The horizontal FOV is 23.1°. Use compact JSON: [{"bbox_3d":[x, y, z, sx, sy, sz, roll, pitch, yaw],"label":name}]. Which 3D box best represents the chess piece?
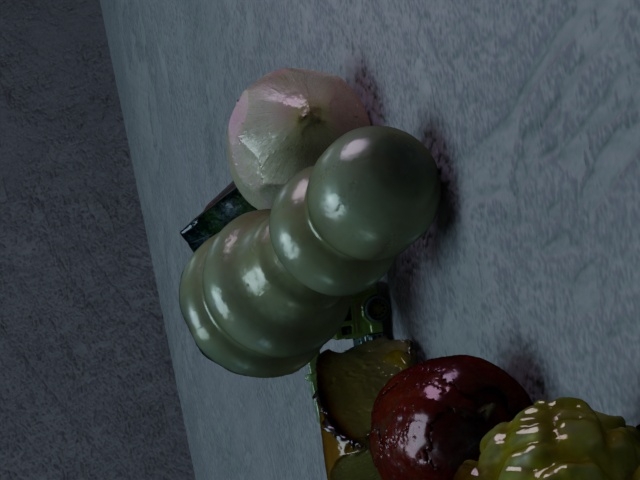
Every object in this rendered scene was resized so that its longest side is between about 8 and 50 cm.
[{"bbox_3d":[0.000,0.000,1.592,0.330,0.182,0.182,-44,53,50],"label":"chess piece"}]

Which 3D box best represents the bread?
[{"bbox_3d":[0.064,0.175,1.620,0.160,0.140,0.169,112,148,-76],"label":"bread"}]

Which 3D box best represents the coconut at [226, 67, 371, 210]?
[{"bbox_3d":[-0.024,-0.106,1.733,0.183,0.171,0.171,131,129,-78],"label":"coconut"}]

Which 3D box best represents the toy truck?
[{"bbox_3d":[0.031,0.136,1.798,0.077,0.100,0.169,-159,60,-73],"label":"toy truck"}]

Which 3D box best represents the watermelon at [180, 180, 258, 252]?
[{"bbox_3d":[-0.085,-0.029,2.321,0.207,0.136,0.202,58,-136,-38],"label":"watermelon"}]

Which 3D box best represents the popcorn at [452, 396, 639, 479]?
[{"bbox_3d":[0.180,0.219,1.078,0.189,0.169,0.218,-120,13,-72],"label":"popcorn"}]

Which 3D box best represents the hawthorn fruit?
[{"bbox_3d":[0.121,0.165,1.357,0.172,0.148,0.148,128,132,-56],"label":"hawthorn fruit"}]
